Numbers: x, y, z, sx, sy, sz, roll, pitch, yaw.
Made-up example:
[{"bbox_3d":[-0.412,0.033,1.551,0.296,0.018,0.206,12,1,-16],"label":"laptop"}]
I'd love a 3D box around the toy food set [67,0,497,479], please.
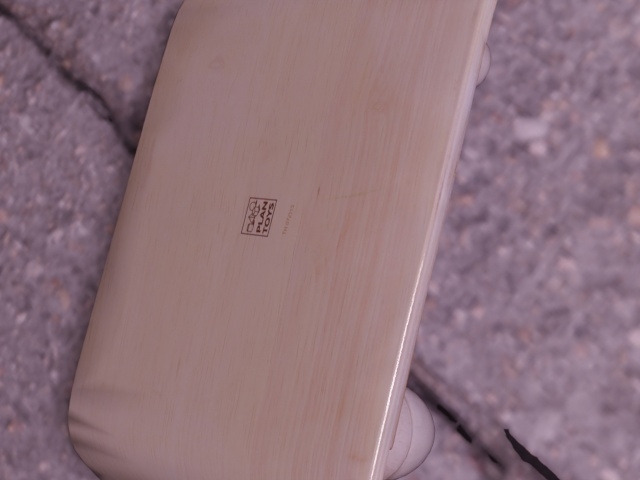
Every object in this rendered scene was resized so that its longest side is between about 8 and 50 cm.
[{"bbox_3d":[0.000,0.000,0.675,0.219,0.092,0.306,6,79,45],"label":"toy food set"}]
